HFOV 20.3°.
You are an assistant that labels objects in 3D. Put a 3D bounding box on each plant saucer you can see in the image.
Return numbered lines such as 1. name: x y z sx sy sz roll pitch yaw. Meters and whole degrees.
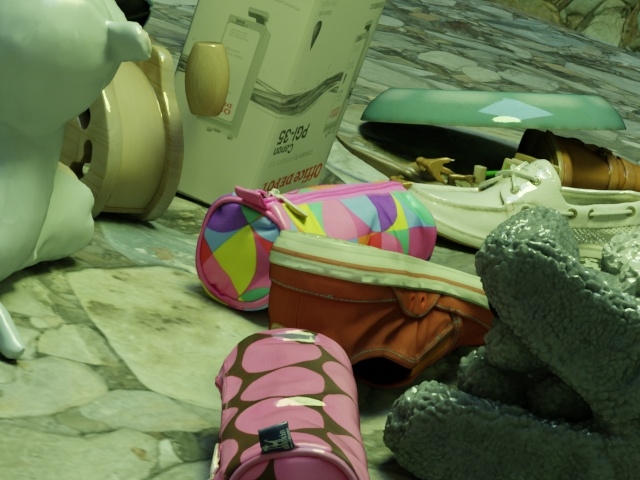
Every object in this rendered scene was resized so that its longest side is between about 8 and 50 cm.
1. plant saucer: 0.207 -0.158 2.133 0.317 0.044 0.317 3 5 0

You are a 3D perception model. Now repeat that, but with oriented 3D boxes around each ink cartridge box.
1. ink cartridge box: -0.040 -0.180 1.702 0.117 0.283 0.207 25 18 16

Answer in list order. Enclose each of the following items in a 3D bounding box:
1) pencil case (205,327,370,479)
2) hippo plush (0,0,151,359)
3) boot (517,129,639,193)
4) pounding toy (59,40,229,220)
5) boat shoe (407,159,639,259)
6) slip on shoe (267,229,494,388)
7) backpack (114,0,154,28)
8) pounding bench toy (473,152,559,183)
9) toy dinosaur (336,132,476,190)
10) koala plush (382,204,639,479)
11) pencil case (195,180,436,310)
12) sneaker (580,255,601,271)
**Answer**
1. pencil case: -0.022 0.120 1.073 0.098 0.095 0.209 -1 15 -1
2. hippo plush: -0.255 -0.103 1.280 0.234 0.237 0.294 22 15 -3
3. boot: 0.320 -0.079 2.102 0.152 0.073 0.197 19 18 -7
4. pounding toy: -0.164 -0.095 1.576 0.154 0.154 0.269 2 2 -38
5. boat shoe: 0.208 -0.038 1.802 0.277 0.096 0.098 8 18 -25
6. slip on shoe: 0.050 0.059 1.339 0.123 0.101 0.331 12 0 24
7. backpack: -0.323 -0.249 1.685 0.355 0.290 0.273 15 47 -42
8. pounding bench toy: 0.216 -0.069 1.990 0.083 0.052 0.065 21 16 15
9. toy dinosaur: 0.093 -0.066 1.881 0.211 0.064 0.112 25 -2 -3
10. koala plush: 0.179 0.086 1.232 0.203 0.196 0.221 29 17 3
11. pencil case: 0.000 0.000 1.466 0.104 0.104 0.236 25 17 29
12. sneaker: 0.307 0.070 1.379 0.158 0.182 0.410 9 17 -22
